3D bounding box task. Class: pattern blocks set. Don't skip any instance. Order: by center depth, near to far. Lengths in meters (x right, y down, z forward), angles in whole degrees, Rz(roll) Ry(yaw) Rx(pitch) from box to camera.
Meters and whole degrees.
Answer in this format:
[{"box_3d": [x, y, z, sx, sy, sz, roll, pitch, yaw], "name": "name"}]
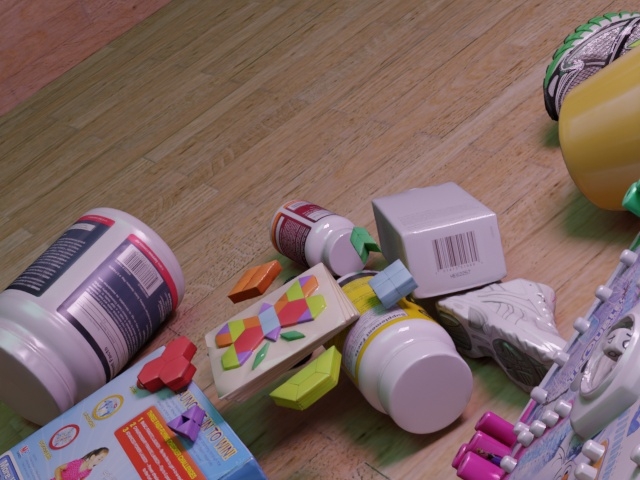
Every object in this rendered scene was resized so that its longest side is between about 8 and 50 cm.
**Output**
[{"box_3d": [-0.052, 0.103, 1.382, 0.325, 0.026, 0.285, -40, 31, -8], "name": "pattern blocks set"}]

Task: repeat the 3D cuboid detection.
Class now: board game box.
[{"box_3d": [0.242, 0.096, 1.012, 0.390, 0.050, 0.390, -59, 2, 6], "name": "board game box"}, {"box_3d": [-0.239, 0.294, 1.392, 0.302, 0.086, 0.308, -34, 30, -11], "name": "board game box"}]

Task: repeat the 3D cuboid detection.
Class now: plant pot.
[{"box_3d": [0.418, -0.140, 1.399, 0.239, 0.254, 0.254, -17, 28, 47], "name": "plant pot"}]

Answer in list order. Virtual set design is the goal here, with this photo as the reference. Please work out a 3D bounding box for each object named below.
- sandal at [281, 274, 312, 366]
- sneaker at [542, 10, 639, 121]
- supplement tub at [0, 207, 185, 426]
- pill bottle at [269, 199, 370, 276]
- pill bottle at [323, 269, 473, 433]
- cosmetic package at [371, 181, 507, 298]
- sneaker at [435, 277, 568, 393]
[{"box_3d": [-0.032, 0.094, 1.581, 0.067, 0.040, 0.179, -19, 31, 14], "name": "sandal"}, {"box_3d": [0.462, -0.248, 1.620, 0.343, 0.134, 0.146, -24, 30, 5], "name": "sneaker"}, {"box_3d": [-0.334, 0.103, 1.662, 0.191, 0.191, 0.272, 3, 41, 42], "name": "supplement tub"}, {"box_3d": [0.000, 0.000, 1.657, 0.086, 0.086, 0.152, -37, 31, -17], "name": "pill bottle"}, {"box_3d": [0.082, 0.125, 1.362, 0.119, 0.119, 0.208, -32, 30, -7], "name": "pill bottle"}, {"box_3d": [0.140, -0.005, 1.477, 0.117, 0.085, 0.231, -12, 12, -2], "name": "cosmetic package"}, {"box_3d": [0.228, 0.090, 1.332, 0.115, 0.090, 0.232, -33, 31, -17], "name": "sneaker"}]
